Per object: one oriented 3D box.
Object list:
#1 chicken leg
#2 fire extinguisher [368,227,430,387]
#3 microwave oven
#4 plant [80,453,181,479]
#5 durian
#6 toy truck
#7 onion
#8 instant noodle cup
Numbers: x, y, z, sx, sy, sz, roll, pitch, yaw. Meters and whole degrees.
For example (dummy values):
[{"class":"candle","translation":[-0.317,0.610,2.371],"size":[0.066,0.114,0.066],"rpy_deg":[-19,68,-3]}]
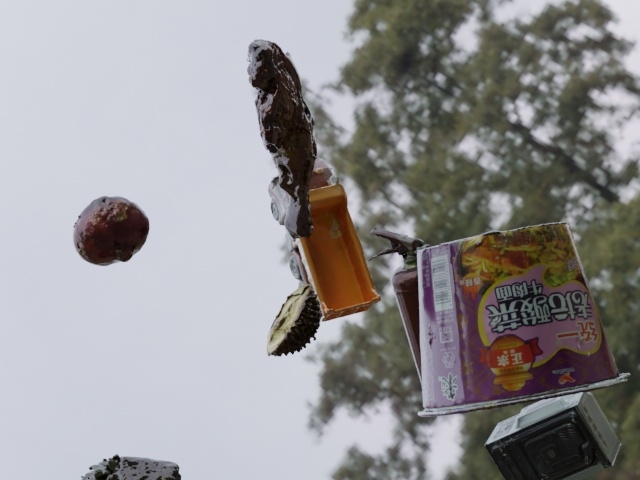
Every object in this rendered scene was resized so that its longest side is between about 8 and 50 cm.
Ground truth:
[{"class":"chicken leg","translation":[-0.054,-0.158,1.967],"size":[0.083,0.177,0.322],"rpy_deg":[-7,-44,10]},{"class":"fire extinguisher","translation":[0.183,0.128,2.479],"size":[0.106,0.147,0.337],"rpy_deg":[-35,-69,-56]},{"class":"microwave oven","translation":[0.447,0.393,2.509],"size":[0.208,0.162,0.122],"rpy_deg":[-30,3,26]},{"class":"plant","translation":[-0.259,0.338,1.762],"size":[0.143,0.092,0.094],"rpy_deg":[-5,-37,-1]},{"class":"durian","translation":[-0.035,0.129,1.999],"size":[0.052,0.066,0.130],"rpy_deg":[32,-91,-35]},{"class":"toy truck","translation":[0.000,0.000,2.164],"size":[0.114,0.270,0.135],"rpy_deg":[-13,-16,-20]},{"class":"onion","translation":[-0.279,-0.009,1.744],"size":[0.107,0.097,0.107],"rpy_deg":[-18,-34,-13]},{"class":"instant noodle cup","translation":[0.299,0.122,2.066],"size":[0.340,0.340,0.266],"rpy_deg":[-2,-100,-49]}]
